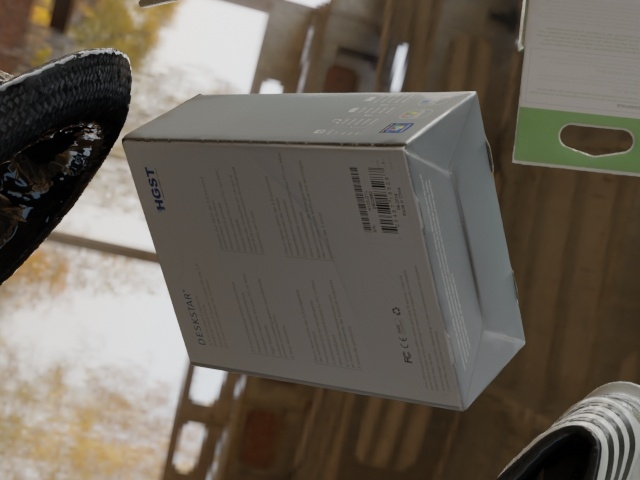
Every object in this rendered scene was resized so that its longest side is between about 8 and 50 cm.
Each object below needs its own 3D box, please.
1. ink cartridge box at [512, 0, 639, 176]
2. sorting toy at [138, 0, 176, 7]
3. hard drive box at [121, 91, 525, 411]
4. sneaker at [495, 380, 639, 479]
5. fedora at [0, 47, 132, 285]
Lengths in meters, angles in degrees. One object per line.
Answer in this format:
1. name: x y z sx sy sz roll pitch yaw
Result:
1. ink cartridge box: 0.287 -0.187 1.297 0.056 0.171 0.235 -67 163 -85
2. sorting toy: -0.119 -0.352 1.426 0.347 0.047 0.196 1 -122 48
3. hard drive box: 0.000 0.000 0.836 0.232 0.089 0.181 5 -60 37
4. sneaker: 0.203 0.359 1.370 0.169 0.257 0.448 33 -69 31
5. fedora: -0.250 -0.031 0.668 0.334 0.152 0.334 -46 180 0
